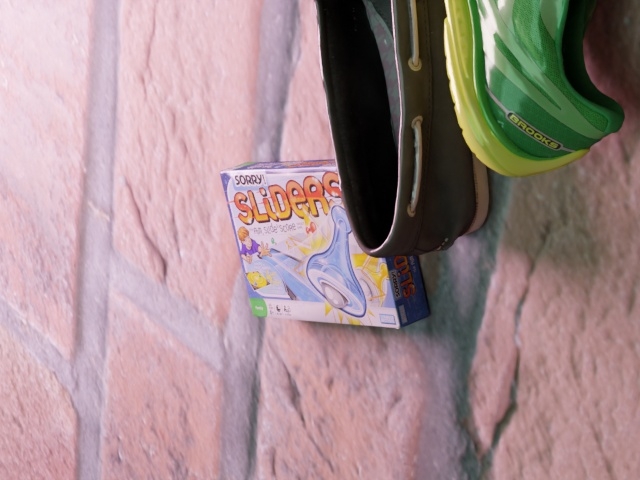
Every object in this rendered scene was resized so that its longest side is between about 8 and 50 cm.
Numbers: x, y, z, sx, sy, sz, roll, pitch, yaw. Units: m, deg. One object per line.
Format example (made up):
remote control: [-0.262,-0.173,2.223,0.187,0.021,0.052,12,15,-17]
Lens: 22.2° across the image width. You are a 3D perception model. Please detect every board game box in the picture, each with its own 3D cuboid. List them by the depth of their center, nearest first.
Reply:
board game box: [0.000,0.000,1.367,0.201,0.035,0.136,0,106,52]

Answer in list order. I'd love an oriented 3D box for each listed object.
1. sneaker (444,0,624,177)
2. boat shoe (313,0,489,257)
sneaker: [0.134,-0.193,1.070,0.124,0.109,0.295,-12,94,28]
boat shoe: [0.043,-0.149,1.190,0.112,0.095,0.335,-1,106,52]
